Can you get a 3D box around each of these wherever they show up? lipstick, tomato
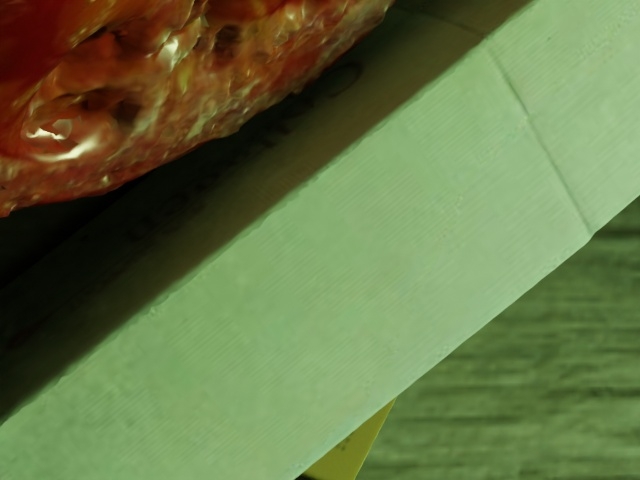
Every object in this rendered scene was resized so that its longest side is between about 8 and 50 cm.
[{"bbox_3d":[0.000,0.000,0.543,0.371,0.076,0.079,-39,117,-9],"label":"lipstick"},{"bbox_3d":[-0.055,-0.119,0.449,0.233,0.139,0.200,-25,151,-37],"label":"tomato"}]

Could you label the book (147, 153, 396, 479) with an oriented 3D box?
[{"bbox_3d":[0.001,-0.011,0.591,0.118,0.012,0.172,26,94,-28],"label":"book"}]
